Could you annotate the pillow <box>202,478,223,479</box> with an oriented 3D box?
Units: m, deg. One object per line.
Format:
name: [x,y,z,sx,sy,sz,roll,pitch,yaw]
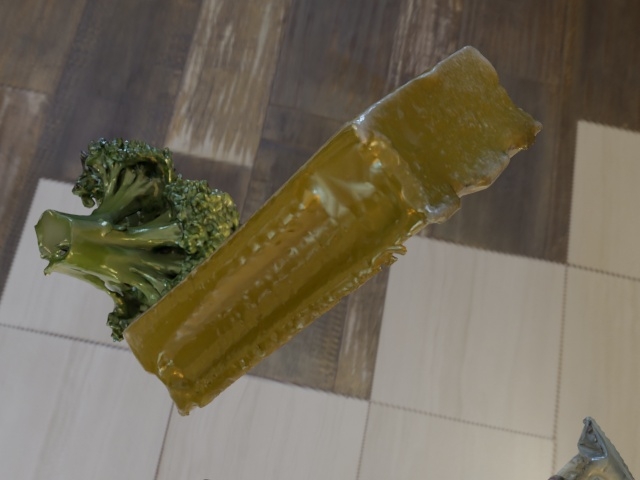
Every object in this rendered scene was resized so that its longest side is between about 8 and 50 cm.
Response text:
pillow: [-0.220,0.562,1.489,0.322,0.120,0.255,-43,55,20]

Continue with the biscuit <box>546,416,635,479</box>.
biscuit: [0.218,0.328,0.927,0.309,0.079,0.186,-36,80,-16]

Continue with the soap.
soap: [0.000,0.000,0.706,0.091,0.315,0.199,52,42,2]

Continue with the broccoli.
broccoli: [-0.237,-0.006,1.353,0.249,0.302,0.375,-23,67,2]
